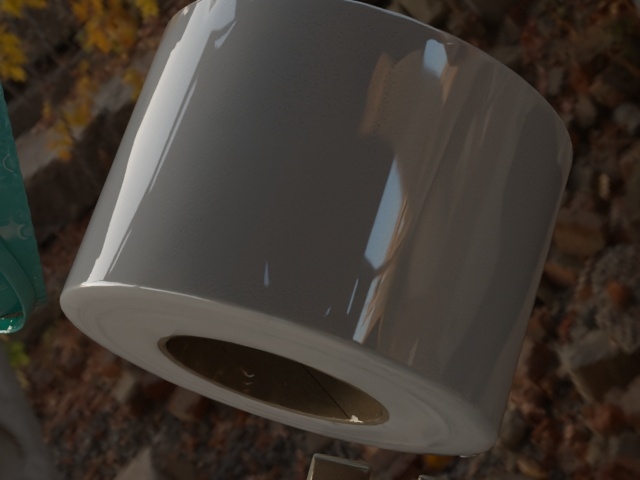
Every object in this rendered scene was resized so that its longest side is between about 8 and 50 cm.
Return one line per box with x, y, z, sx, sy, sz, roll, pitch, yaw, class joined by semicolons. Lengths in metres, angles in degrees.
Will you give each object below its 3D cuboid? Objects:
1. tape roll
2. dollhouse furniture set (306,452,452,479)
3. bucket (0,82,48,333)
0.000;0.000;0.732;0.246;0.246;0.169;-5;60;50;tape roll
0.101;0.220;0.789;0.262;0.259;0.135;-100;24;-75;dollhouse furniture set
-0.312;-0.047;0.971;0.183;0.281;0.281;-13;28;-12;bucket
